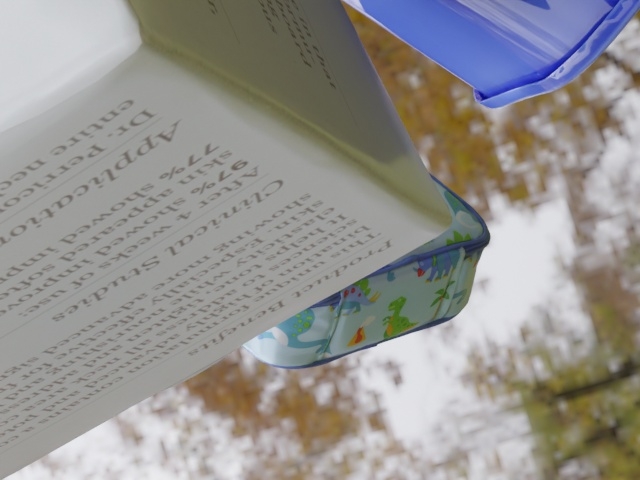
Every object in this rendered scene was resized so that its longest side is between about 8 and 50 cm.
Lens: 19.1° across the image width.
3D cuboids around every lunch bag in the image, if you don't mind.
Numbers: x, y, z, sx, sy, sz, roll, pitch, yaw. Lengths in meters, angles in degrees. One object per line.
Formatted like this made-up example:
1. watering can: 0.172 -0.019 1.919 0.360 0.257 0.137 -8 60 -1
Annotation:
1. lunch bag: 0.000 0.000 1.422 0.219 0.090 0.176 -16 -136 -38

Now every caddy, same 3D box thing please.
1. caddy: 0.140 -0.202 1.086 0.179 0.241 0.341 31 175 -8

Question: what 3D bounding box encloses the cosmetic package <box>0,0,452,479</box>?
1. cosmetic package: -0.193 -0.096 0.882 0.327 0.329 0.394 64 -168 17
